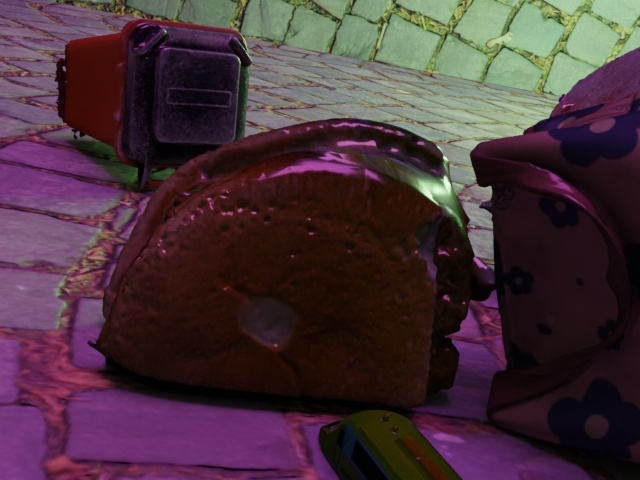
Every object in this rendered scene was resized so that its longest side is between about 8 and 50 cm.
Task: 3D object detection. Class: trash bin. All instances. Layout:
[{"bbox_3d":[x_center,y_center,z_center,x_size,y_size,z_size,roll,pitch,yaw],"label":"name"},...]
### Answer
[{"bbox_3d":[-0.204,-0.161,1.122,0.161,0.184,0.239,-3,11,-38],"label":"trash bin"}]

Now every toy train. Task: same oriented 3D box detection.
[{"bbox_3d":[0.053,0.136,0.507,0.044,0.042,0.209,4,19,-25],"label":"toy train"}]

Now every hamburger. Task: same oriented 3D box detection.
[{"bbox_3d":[-0.007,0.006,0.674,0.288,0.192,0.168,8,8,-12],"label":"hamburger"}]

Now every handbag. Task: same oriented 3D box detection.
[{"bbox_3d":[0.214,0.023,0.647,0.193,0.251,0.190,2,11,31],"label":"handbag"}]

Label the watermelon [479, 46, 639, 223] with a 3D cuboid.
[{"bbox_3d":[0.338,-0.090,1.026,0.228,0.258,0.387,7,2,42],"label":"watermelon"}]
